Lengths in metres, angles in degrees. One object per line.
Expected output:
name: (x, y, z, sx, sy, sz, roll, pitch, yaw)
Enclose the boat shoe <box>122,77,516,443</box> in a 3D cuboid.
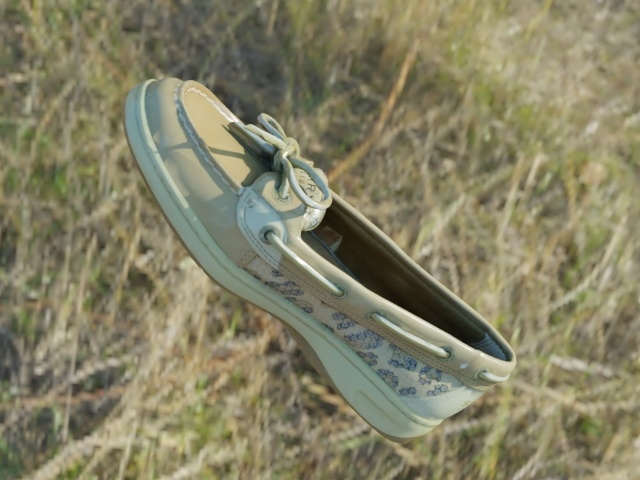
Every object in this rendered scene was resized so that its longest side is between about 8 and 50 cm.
boat shoe: (0.000, 0.000, 1.015, 0.285, 0.089, 0.104, 45, 27, -26)
